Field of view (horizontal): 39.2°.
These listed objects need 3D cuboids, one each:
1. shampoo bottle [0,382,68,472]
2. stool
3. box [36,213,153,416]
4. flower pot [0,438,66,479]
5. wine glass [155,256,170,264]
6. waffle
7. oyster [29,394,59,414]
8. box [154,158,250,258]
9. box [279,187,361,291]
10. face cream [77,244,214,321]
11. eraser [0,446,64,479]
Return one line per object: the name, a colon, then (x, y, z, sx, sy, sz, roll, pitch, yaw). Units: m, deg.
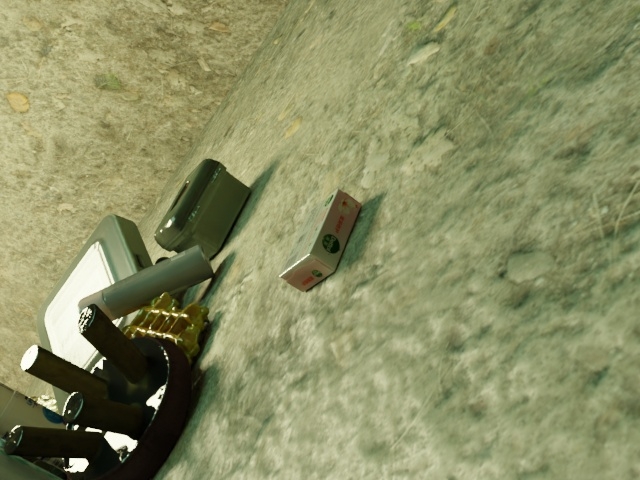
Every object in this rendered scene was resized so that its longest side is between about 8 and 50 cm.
shampoo bottle: (-0.557, 0.350, 1.710, 0.092, 0.303, 0.092, -50, 15, 19)
stool: (-0.350, 0.251, 1.411, 0.272, 0.178, 0.272, -29, 42, 31)
box: (-0.494, 0.176, 1.993, 0.367, 0.090, 0.373, -52, 44, 20)
flower pot: (-0.623, 0.460, 1.887, 0.243, 0.189, 0.157, -63, 21, 13)
wine glass: (-0.388, 0.133, 2.033, 0.202, 0.093, 0.093, -48, 18, 27)
waffle: (-0.312, 0.209, 1.627, 0.281, 0.058, 0.301, -47, 28, 1)
oyster: (-0.663, 0.458, 2.146, 0.341, 0.166, 0.110, -12, 35, 45)
box: (-0.257, -0.062, 1.964, 0.148, 0.129, 0.210, -34, 26, 54)
box: (0.000, 0.000, 1.236, 0.089, 0.043, 0.125, -36, 25, 52)
face cream: (-0.348, 0.093, 1.790, 0.269, 0.073, 0.107, -24, -1, -4)
eraser: (-0.471, 0.395, 1.397, 0.104, 0.290, 0.189, -59, 19, -13)
